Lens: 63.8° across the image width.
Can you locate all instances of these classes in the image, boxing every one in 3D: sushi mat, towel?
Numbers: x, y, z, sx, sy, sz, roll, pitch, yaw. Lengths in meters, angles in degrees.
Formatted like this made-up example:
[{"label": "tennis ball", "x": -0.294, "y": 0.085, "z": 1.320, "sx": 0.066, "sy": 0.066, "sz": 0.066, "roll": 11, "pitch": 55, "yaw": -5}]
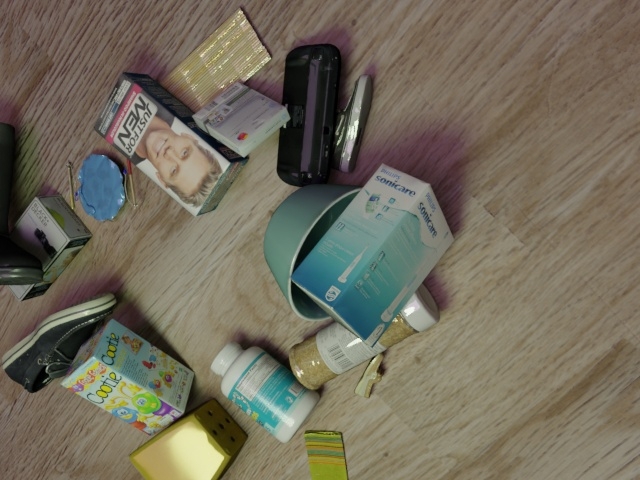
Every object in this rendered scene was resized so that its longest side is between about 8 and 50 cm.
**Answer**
[{"label": "sushi mat", "x": -0.274, "y": -0.411, "z": 1.272, "sx": 0.317, "sy": 0.019, "sz": 0.151, "roll": -34, "pitch": 87, "yaw": 21}, {"label": "towel", "x": 0.020, "y": 0.605, "z": 1.324, "sx": 0.102, "sy": 0.021, "sz": 0.237, "roll": -6, "pitch": 97, "yaw": 21}]

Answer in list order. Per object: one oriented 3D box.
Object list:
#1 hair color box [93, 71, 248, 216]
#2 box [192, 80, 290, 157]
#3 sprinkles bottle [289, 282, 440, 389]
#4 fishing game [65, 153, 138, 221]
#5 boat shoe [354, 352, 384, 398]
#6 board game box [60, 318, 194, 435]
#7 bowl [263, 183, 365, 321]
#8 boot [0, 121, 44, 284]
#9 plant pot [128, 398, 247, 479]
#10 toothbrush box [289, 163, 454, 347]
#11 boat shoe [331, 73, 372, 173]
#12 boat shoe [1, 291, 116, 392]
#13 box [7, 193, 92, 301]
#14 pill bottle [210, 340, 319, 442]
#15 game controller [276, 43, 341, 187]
[{"label": "hair color box", "x": -0.370, "y": -0.239, "z": 1.270, "sx": 0.347, "sy": 0.105, "sz": 0.173, "roll": 40, "pitch": 112, "yaw": 5}, {"label": "box", "x": -0.182, "y": -0.282, "z": 1.175, "sx": 0.145, "sy": 0.038, "sz": 0.186, "roll": -44, "pitch": 54, "yaw": -16}, {"label": "sprinkles bottle", "x": 0.094, "y": 0.216, "z": 1.182, "sx": 0.356, "sy": 0.121, "sz": 0.121, "roll": -34, "pitch": 86, "yaw": 21}, {"label": "fishing game", "x": -0.600, "y": -0.144, "z": 1.421, "sx": 0.264, "sy": 0.041, "sz": 0.188, "roll": -3, "pitch": 97, "yaw": 28}, {"label": "boat shoe", "x": 0.126, "y": 0.320, "z": 1.229, "sx": 0.045, "sy": 0.050, "sz": 0.135, "roll": 28, "pitch": 117, "yaw": 10}, {"label": "board game box", "x": -0.493, "y": 0.360, "z": 1.342, "sx": 0.142, "sy": 0.144, "sz": 0.275, "roll": -38, "pitch": 115, "yaw": 21}, {"label": "bowl", "x": 0.000, "y": 0.000, "z": 1.114, "sx": 0.163, "sy": 0.312, "sz": 0.311, "roll": 34, "pitch": 110, "yaw": 37}, {"label": "boot", "x": -0.869, "y": -0.105, "z": 1.395, "sx": 0.367, "sy": 0.146, "sz": 0.444, "roll": -3, "pitch": 79, "yaw": 29}, {"label": "plant pot", "x": -0.321, "y": 0.548, "z": 1.349, "sx": 0.187, "sy": 0.212, "sz": 0.212, "roll": -44, "pitch": 82, "yaw": 8}, {"label": "toothbrush box", "x": 0.114, "y": 0.033, "z": 1.025, "sx": 0.126, "sy": 0.216, "sz": 0.295, "roll": 33, "pitch": 80, "yaw": 39}, {"label": "boat shoe", "x": 0.059, "y": -0.262, "z": 1.143, "sx": 0.070, "sy": 0.078, "sz": 0.219, "roll": 19, "pitch": 107, "yaw": 16}, {"label": "boat shoe", "x": -0.725, "y": 0.293, "z": 1.462, "sx": 0.500, "sy": 0.187, "sz": 0.155, "roll": -34, "pitch": 88, "yaw": 28}, {"label": "box", "x": -0.818, "y": 0.022, "z": 1.498, "sx": 0.290, "sy": 0.087, "sz": 0.169, "roll": -42, "pitch": 83, "yaw": 20}, {"label": "pill bottle", "x": -0.143, "y": 0.365, "z": 1.279, "sx": 0.264, "sy": 0.146, "sz": 0.146, "roll": 36, "pitch": 108, "yaw": 12}, {"label": "game controller", "x": -0.032, "y": -0.279, "z": 1.165, "sx": 0.167, "sy": 0.067, "sz": 0.318, "roll": 20, "pitch": 107, "yaw": 52}]
